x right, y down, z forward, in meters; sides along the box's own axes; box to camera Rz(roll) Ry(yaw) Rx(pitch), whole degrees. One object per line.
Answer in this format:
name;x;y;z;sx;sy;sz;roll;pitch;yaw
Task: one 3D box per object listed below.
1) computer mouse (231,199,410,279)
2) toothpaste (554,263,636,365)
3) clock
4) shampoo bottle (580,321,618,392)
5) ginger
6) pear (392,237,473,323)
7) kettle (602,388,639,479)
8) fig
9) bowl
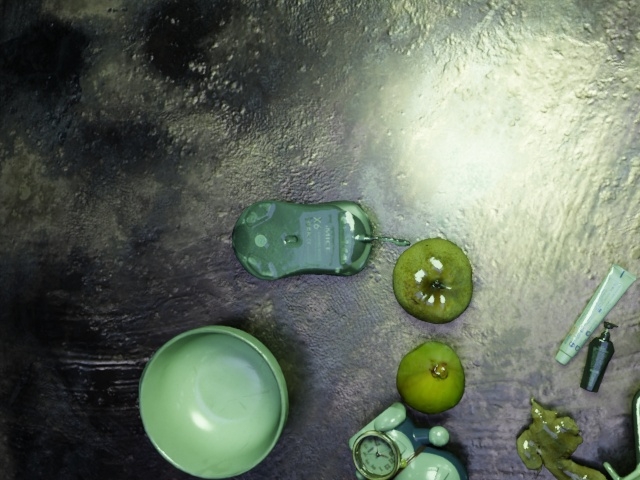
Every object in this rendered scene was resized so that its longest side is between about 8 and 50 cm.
computer mouse;0.000;0.000;1.520;0.379;0.090;0.167;3;94;16
toothpaste;0.525;0.147;1.434;0.052;0.033;0.218;34;97;10
clock;0.186;0.444;1.468;0.199;0.146;0.243;-45;78;16
shampoo bottle;0.537;0.224;1.434;0.048;0.027;0.137;17;96;21
ginger;0.475;0.412;1.439;0.214;0.059;0.133;31;103;12
pear;0.220;0.078;1.449;0.167;0.136;0.167;1;93;9
kettle;0.703;0.405;1.320;0.376;0.250;0.361;-42;54;9
fig;0.219;0.271;1.470;0.135;0.121;0.153;12;118;8
bowl;-0.204;0.323;1.546;0.307;0.163;0.307;0;91;13
